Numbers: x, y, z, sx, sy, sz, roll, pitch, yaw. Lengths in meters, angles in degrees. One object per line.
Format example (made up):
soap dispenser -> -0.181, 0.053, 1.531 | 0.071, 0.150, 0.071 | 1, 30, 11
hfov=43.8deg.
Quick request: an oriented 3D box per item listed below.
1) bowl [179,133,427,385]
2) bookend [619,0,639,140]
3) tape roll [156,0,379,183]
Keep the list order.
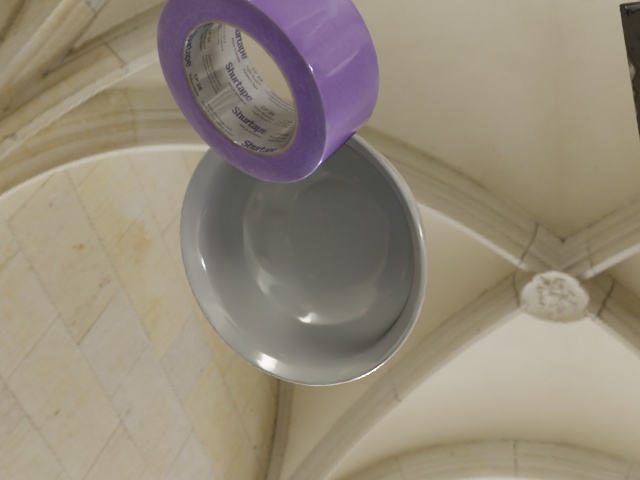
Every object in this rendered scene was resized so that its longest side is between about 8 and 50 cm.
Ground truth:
bowl -> 0.000, 0.000, 0.897 | 0.297, 0.134, 0.298 | 7, -74, 26
bookend -> 0.333, -0.148, 0.667 | 0.072, 0.157, 0.156 | -9, -1, -8
tape roll -> -0.047, -0.149, 0.695 | 0.189, 0.080, 0.189 | 28, -36, 23
